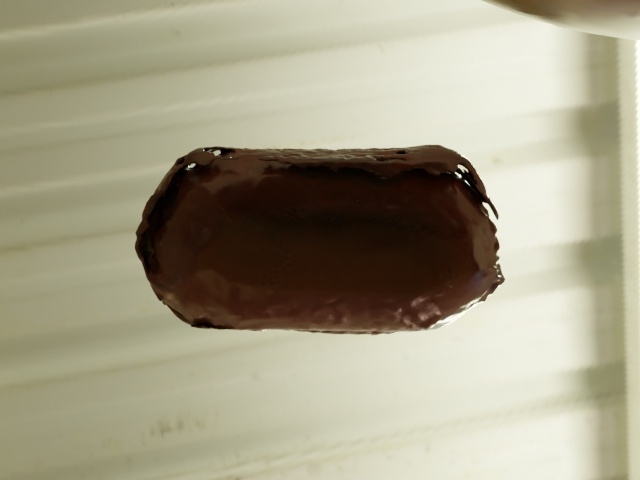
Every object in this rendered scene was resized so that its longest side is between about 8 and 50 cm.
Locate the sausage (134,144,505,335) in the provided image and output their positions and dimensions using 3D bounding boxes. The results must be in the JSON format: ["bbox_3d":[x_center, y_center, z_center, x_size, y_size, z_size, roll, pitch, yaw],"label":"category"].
[{"bbox_3d":[0.000,0.000,0.562,0.141,0.076,0.076,-2,-68,-4],"label":"sausage"}]

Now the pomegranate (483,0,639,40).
[{"bbox_3d":[0.111,-0.251,0.360,0.417,0.416,0.416,-4,-68,-10],"label":"pomegranate"}]
